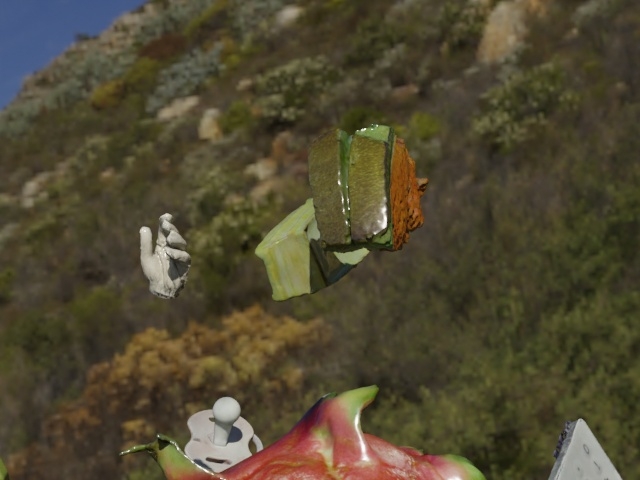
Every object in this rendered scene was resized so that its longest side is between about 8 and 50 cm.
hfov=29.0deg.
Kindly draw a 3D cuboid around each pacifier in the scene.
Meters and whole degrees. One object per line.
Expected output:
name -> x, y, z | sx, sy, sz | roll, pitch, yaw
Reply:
pacifier -> -0.095, 0.194, 1.263 | 0.082, 0.078, 0.099 | 8, 28, -8

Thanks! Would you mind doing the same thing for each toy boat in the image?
toy boat -> 0.006, -0.002, 1.742 | 0.084, 0.111, 0.276 | -19, 9, 27

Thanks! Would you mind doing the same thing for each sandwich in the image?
sandwich -> 0.061, -0.042, 1.524 | 0.109, 0.184, 0.160 | -13, -35, 22

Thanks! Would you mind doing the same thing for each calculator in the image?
calculator -> 0.323, 0.338, 1.347 | 0.021, 0.261, 0.161 | -23, 20, 39

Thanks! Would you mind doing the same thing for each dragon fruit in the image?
dragon fruit -> -0.024, 0.148, 0.541 | 0.236, 0.137, 0.135 | -6, -46, -24

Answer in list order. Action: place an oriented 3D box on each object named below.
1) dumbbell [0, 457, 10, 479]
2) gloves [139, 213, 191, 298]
dumbbell -> -0.483, 0.311, 1.330 | 0.302, 0.108, 0.121 | -26, 13, -33
gloves -> -0.125, 0.016, 0.983 | 0.044, 0.081, 0.037 | 13, 36, 1
